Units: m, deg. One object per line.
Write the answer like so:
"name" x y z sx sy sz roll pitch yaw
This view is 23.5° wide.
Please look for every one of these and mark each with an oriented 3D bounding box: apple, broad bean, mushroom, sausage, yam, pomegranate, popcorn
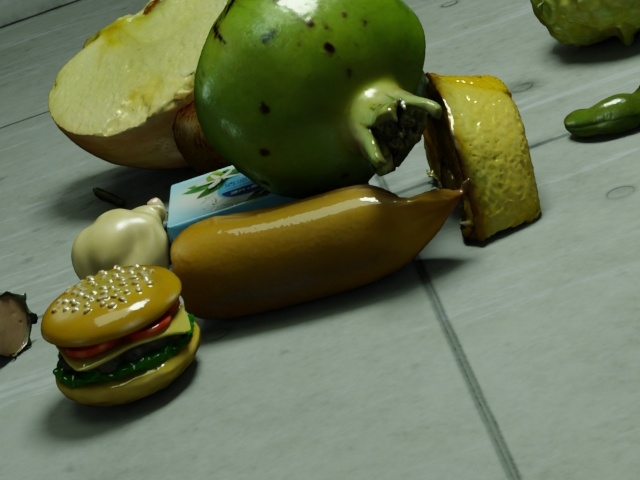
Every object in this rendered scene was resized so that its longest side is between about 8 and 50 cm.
"apple" -0.206 -0.214 2.119 0.309 0.252 0.314 -37 -4 13
"broad bean" 0.381 -0.164 1.755 0.214 0.048 0.070 -19 21 11
"mushroom" -0.065 -0.126 1.928 0.231 0.194 0.138 -10 66 12
"sausage" 0.003 0.003 1.584 0.328 0.112 0.112 -14 21 13
"yam" -0.293 -0.060 2.136 0.014 0.014 0.107 -28 22 -20
"pomegranate" 0.006 -0.163 1.621 0.260 0.260 0.341 -28 32 -20
"sausage" -0.487 0.102 1.825 0.372 0.082 0.082 -3 26 37
"popcorn" 0.370 -0.378 2.024 0.206 0.251 0.237 13 41 45

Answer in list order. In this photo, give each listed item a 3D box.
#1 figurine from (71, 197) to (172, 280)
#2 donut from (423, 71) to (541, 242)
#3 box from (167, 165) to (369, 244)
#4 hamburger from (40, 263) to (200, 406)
"figurine" -0.216 0.003 1.795 0.114 0.108 0.196 -18 14 15
"donut" 0.164 -0.113 1.676 0.101 0.152 0.259 -12 23 0
"box" -0.058 -0.041 1.789 0.232 0.083 0.142 -19 21 4
"hamburger" -0.199 0.094 1.530 0.162 0.115 0.162 -16 22 7
